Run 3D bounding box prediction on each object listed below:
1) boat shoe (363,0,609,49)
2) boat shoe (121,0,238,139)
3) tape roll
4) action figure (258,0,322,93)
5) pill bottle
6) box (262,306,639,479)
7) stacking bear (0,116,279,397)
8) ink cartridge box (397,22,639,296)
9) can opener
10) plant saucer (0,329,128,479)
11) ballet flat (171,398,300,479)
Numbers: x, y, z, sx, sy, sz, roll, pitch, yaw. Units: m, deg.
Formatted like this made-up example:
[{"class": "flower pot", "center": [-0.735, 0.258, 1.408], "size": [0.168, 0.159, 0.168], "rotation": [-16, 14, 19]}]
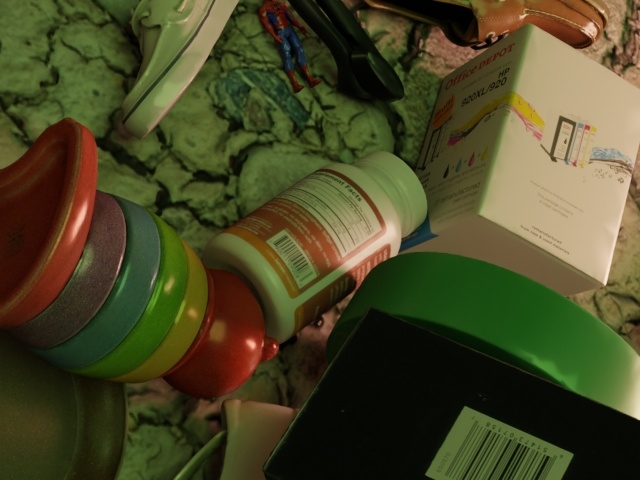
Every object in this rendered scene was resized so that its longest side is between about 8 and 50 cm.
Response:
[{"class": "boat shoe", "center": [0.175, -0.262, 1.456], "size": [0.307, 0.111, 0.104], "rotation": [18, 73, -13]}, {"class": "boat shoe", "center": [-0.142, -0.218, 1.274], "size": [0.088, 0.096, 0.267], "rotation": [33, 63, -13]}, {"class": "tape roll", "center": [0.161, 0.143, 1.210], "size": [0.321, 0.321, 0.077], "rotation": [41, 61, -14]}, {"class": "action figure", "center": [-0.035, -0.214, 1.369], "size": [0.038, 0.030, 0.115], "rotation": [-24, 87, -26]}, {"class": "pill bottle", "center": [0.000, 0.000, 1.277], "size": [0.216, 0.121, 0.121], "rotation": [-34, 94, -31]}, {"class": "box", "center": [0.159, 0.264, 1.102], "size": [0.343, 0.312, 0.179], "rotation": [22, 60, 24]}, {"class": "stacking bear", "center": [-0.162, 0.049, 1.124], "size": [0.289, 0.175, 0.164], "rotation": [32, 44, -42]}, {"class": "ink cartridge box", "center": [0.211, -0.072, 1.380], "size": [0.168, 0.171, 0.232], "rotation": [27, 65, -20]}, {"class": "can opener", "center": [0.021, -0.219, 1.359], "size": [0.186, 0.073, 0.059], "rotation": [50, 52, -23]}, {"class": "plant saucer", "center": [-0.298, 0.123, 1.079], "size": [0.311, 0.050, 0.310], "rotation": [28, 49, -37]}, {"class": "ballet flat", "center": [-0.118, 0.312, 1.144], "size": [0.139, 0.139, 0.400], "rotation": [36, 59, -16]}]
